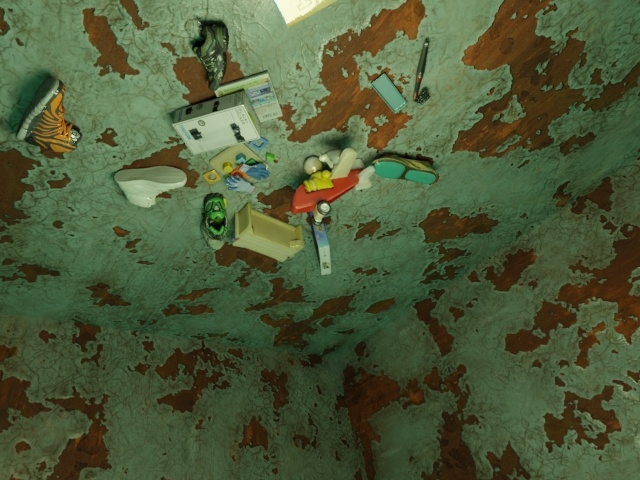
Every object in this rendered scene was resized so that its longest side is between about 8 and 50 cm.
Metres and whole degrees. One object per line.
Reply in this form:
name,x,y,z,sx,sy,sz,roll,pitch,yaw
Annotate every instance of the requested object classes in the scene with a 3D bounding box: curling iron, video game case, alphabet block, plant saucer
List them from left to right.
video game case,-0.273,-0.533,1.603,0.212,0.023,0.193,-15,143,4
alphabet block,-0.065,-0.785,1.208,0.197,0.193,0.193,-22,144,14
video game case,0.000,0.000,2.159,0.061,0.270,0.244,-12,143,-3
plant saucer,0.279,-0.596,1.689,0.067,0.018,0.192,-33,137,24
curling iron,0.402,-0.653,1.638,0.068,0.035,0.274,-16,143,-2

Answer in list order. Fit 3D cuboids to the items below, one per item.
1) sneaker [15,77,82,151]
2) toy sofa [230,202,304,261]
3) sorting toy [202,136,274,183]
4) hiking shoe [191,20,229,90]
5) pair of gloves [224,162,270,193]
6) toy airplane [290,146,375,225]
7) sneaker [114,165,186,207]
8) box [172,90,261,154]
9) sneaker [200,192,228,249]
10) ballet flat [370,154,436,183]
sneaker,-0.926,-0.432,1.480,0.321,0.125,0.180,-27,146,35
toy sofa,-0.273,-0.033,2.136,0.362,0.150,0.177,22,136,-37
sorting toy,-0.356,-0.323,1.825,0.347,0.047,0.196,-28,140,19
hiking shoe,-0.378,-0.626,1.421,0.114,0.086,0.227,12,132,-10
pair of gloves,-0.322,-0.279,1.847,0.159,0.023,0.198,15,136,-44
toy airplane,0.046,-0.278,1.869,0.386,0.272,0.384,-42,172,21
sneaker,-0.712,-0.228,1.807,0.292,0.108,0.169,0,143,-1
box,-0.391,-0.446,1.596,0.289,0.087,0.169,-11,143,10
sneaker,-0.518,-0.063,2.030,0.134,0.146,0.344,-3,142,-13
ballet flat,0.384,-0.346,1.960,0.348,0.123,0.123,8,138,-20
